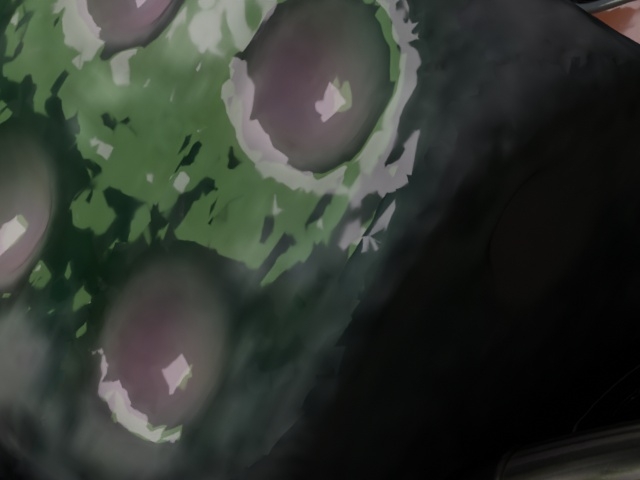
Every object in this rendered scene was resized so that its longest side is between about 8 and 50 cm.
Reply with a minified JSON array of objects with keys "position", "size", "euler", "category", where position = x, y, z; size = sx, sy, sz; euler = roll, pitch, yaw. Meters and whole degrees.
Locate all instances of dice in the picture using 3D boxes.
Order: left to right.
[{"position":[0.000,0.000,0.919],"size":[0.328,0.330,0.348],"euler":[35,97,37],"category":"dice"}]

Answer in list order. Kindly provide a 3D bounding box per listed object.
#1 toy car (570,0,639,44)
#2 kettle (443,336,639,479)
[{"position":[0.190,-0.068,1.156],"size":[0.270,0.180,0.212],"euler":[-20,43,45],"category":"toy car"},{"position":[0.212,0.154,0.741],"size":[0.271,0.207,0.251],"euler":[-21,11,26],"category":"kettle"}]
